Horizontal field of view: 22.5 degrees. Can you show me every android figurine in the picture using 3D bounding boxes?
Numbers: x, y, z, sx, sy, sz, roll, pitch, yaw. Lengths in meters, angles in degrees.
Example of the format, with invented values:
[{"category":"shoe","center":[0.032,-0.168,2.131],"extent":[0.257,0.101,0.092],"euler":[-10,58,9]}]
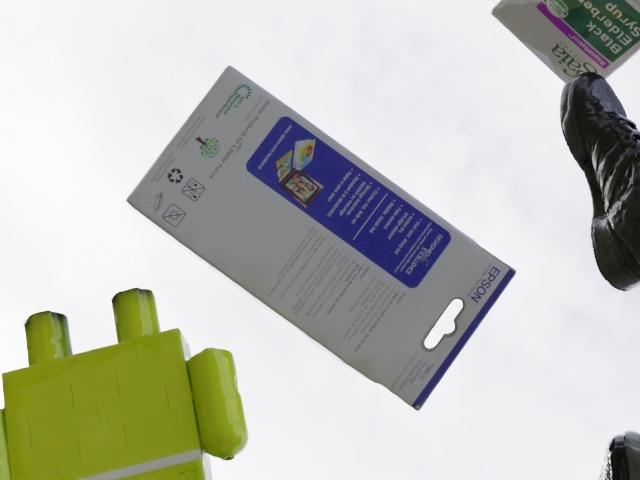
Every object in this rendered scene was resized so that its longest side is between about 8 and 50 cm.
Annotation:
[{"category":"android figurine","center":[-0.184,0.176,1.383],"extent":[0.248,0.056,0.273],"euler":[-13,-120,4]}]

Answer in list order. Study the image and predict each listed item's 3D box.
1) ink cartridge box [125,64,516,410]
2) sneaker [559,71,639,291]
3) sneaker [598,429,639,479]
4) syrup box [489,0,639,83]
[{"category":"ink cartridge box","center":[0.000,0.000,1.493],"extent":[0.332,0.065,0.165],"euler":[37,-98,5]},{"category":"sneaker","center":[0.198,-0.036,0.949],"extent":[0.089,0.051,0.170],"euler":[-31,-120,45]},{"category":"sneaker","center":[0.203,0.257,1.287],"extent":[0.130,0.087,0.227],"euler":[6,-69,6]},{"category":"syrup box","center":[0.220,-0.198,1.070],"extent":[0.093,0.096,0.237],"euler":[43,-30,-3]}]
